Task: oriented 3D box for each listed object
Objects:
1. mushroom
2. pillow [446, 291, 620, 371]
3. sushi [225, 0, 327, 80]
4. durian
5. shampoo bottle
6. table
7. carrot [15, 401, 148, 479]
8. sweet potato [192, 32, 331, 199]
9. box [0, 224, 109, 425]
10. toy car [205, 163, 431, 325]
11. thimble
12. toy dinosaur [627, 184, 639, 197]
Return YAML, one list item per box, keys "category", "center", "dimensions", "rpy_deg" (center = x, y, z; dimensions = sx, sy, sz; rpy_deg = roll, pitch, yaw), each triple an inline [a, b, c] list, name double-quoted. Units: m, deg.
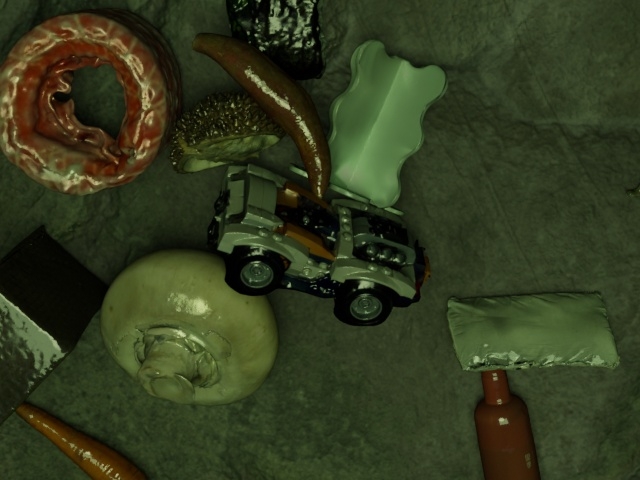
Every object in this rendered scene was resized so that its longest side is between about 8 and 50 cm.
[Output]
- category: "mushroom"
  center: [-0.179, 0.128, 1.513]
  dimensions: [0.246, 0.202, 0.246]
  rpy_deg: [8, 126, 10]
- category: "pillow"
  center: [0.292, 0.126, 1.569]
  dimensions: [0.229, 0.128, 0.051]
  rpy_deg: [-2, 141, 0]
- category: "sushi"
  center: [-0.058, -0.313, 1.458]
  dimensions: [0.127, 0.124, 0.225]
  rpy_deg: [-3, 106, -1]
- category: "durian"
  center: [-0.123, -0.147, 1.485]
  dimensions: [0.148, 0.188, 0.091]
  rpy_deg: [-26, 74, 25]
- category: "shampoo bottle"
  center: [0.265, 0.279, 1.621]
  dimensions: [0.085, 0.085, 0.244]
  rpy_deg: [-10, 105, 3]
- category: "table"
  center: [0.072, -0.154, 1.487]
  dimensions: [0.166, 0.166, 0.198]
  rpy_deg: [23, 96, -5]
- category: "carrot"
  center: [-0.347, 0.305, 1.660]
  dimensions: [0.256, 0.061, 0.061]
  rpy_deg: [40, 101, 1]
- category: "sweet potato"
  center: [-0.053, -0.171, 1.406]
  dimensions: [0.078, 0.058, 0.255]
  rpy_deg: [-40, 92, -22]
- category: "box"
  center: [-0.403, 0.113, 1.494]
  dimensions: [0.143, 0.273, 0.184]
  rpy_deg: [42, 101, -8]
- category: "toy car"
  center: [0.002, -0.001, 1.488]
  dimensions: [0.301, 0.193, 0.118]
  rpy_deg: [16, 125, -12]
- category: "thimble"
  center: [-0.300, -0.181, 1.476]
  dimensions: [0.239, 0.162, 0.239]
  rpy_deg: [0, 103, 1]
- category: "toy dinosaur"
  center: [0.522, -0.113, 1.528]
  dimensions: [0.162, 0.077, 0.294]
  rpy_deg: [26, 117, -10]
